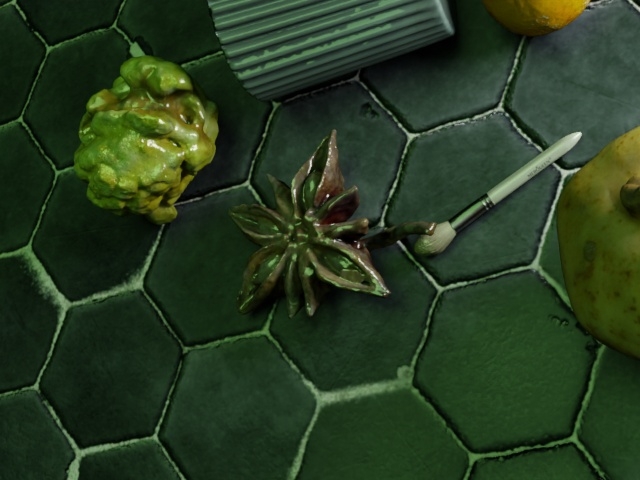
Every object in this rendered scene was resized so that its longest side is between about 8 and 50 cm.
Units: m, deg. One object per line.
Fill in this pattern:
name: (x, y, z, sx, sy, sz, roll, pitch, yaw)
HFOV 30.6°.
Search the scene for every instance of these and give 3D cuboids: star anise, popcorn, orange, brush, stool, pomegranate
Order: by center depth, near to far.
pomegranate: (0.444, -0.004, 1.464, 0.342, 0.342, 0.342, -7, 72, 22)
orange: (0.324, -0.391, 1.738, 0.178, 0.155, 0.177, -10, 63, 19)
brush: (0.263, -0.070, 1.739, 0.299, 0.042, 0.039, -37, 62, 6)
star anise: (-0.002, -0.002, 1.796, 0.349, 0.109, 0.292, -38, 70, 21)
stool: (0.022, -0.396, 1.811, 0.330, 0.297, 0.297, -13, 69, 15)
popcorn: (-0.277, -0.157, 1.893, 0.235, 0.242, 0.250, 10, 82, 24)
